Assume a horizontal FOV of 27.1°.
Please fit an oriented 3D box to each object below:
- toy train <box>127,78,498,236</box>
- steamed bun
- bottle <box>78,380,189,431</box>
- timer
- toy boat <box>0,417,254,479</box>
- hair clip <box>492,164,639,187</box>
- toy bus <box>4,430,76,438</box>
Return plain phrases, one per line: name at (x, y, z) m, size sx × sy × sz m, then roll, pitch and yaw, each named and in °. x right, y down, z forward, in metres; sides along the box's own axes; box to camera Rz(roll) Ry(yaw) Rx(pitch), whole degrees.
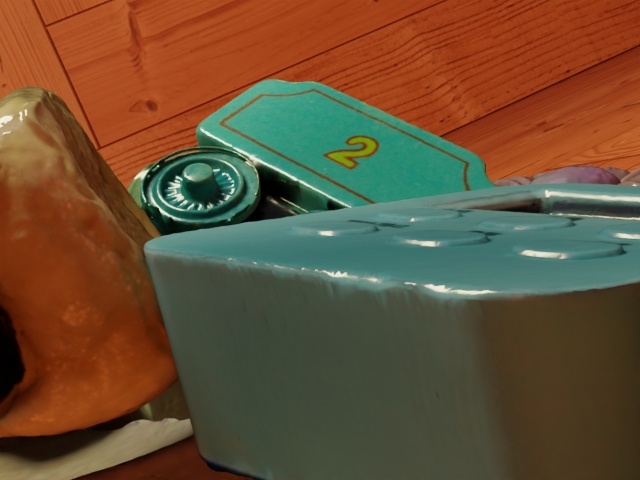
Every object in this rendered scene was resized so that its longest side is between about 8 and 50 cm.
toy train at (0.000, 0.000, 0.727) m, size 0.203 × 0.112 × 0.163 m, roll 30°, pitch 52°, yaw 29°
steamed bun at (-0.148, 0.027, 0.589) m, size 0.155 × 0.141 × 0.172 m, roll -33°, pitch 11°, yaw -1°
bottle at (-0.109, 0.096, 0.847) m, size 0.072 × 0.072 × 0.201 m, roll -26°, pitch 7°, yaw -25°
timer at (0.089, 0.012, 0.513) m, size 0.250 × 0.091 × 0.232 m, roll -24°, pitch 18°, yaw -37°
toy boat at (-0.179, 0.140, 0.654) m, size 0.293 × 0.111 × 0.276 m, roll -12°, pitch 2°, yaw -15°
hair clip at (0.102, 0.000, 0.887) m, size 0.300 × 0.069 × 0.173 m, roll -23°, pitch 5°, yaw 6°
toy bus at (-0.192, 0.095, 0.823) m, size 0.096 × 0.073 × 0.235 m, roll 9°, pitch -27°, yaw -23°
